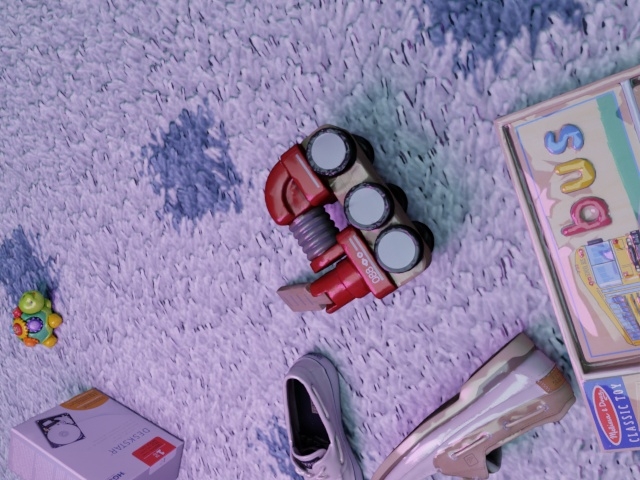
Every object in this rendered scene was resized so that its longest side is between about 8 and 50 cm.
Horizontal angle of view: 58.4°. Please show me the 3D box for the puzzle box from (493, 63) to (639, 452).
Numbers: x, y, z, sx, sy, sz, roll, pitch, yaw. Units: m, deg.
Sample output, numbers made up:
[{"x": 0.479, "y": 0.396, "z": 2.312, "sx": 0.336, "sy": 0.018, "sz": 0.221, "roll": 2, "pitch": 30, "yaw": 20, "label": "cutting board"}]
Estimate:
[{"x": 0.376, "y": 0.014, "z": 0.608, "sx": 0.271, "sy": 0.052, "sz": 0.409, "roll": -19, "pitch": 92, "yaw": 30, "label": "puzzle box"}]

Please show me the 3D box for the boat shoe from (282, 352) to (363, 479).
[{"x": -0.003, "y": 0.306, "z": 0.844, "sx": 0.096, "sy": 0.088, "sz": 0.268, "roll": -2, "pitch": 99, "yaw": 27, "label": "boat shoe"}]

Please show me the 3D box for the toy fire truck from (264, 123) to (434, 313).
[{"x": 0.000, "y": 0.000, "z": 0.762, "sx": 0.246, "sy": 0.158, "sz": 0.217, "roll": -36, "pitch": 84, "yaw": 18, "label": "toy fire truck"}]

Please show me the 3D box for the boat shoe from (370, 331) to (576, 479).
[{"x": 0.182, "y": 0.253, "z": 0.723, "sx": 0.103, "sy": 0.113, "sz": 0.302, "roll": 47, "pitch": 116, "yaw": 18, "label": "boat shoe"}]

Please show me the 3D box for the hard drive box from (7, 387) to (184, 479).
[{"x": -0.392, "y": 0.378, "z": 1.008, "sx": 0.232, "sy": 0.181, "sz": 0.089, "roll": 21, "pitch": 108, "yaw": 21, "label": "hard drive box"}]

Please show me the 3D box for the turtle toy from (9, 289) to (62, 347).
[{"x": -0.559, "y": 0.151, "z": 1.111, "sx": 0.095, "sy": 0.066, "sz": 0.130, "roll": 31, "pitch": 113, "yaw": 19, "label": "turtle toy"}]
